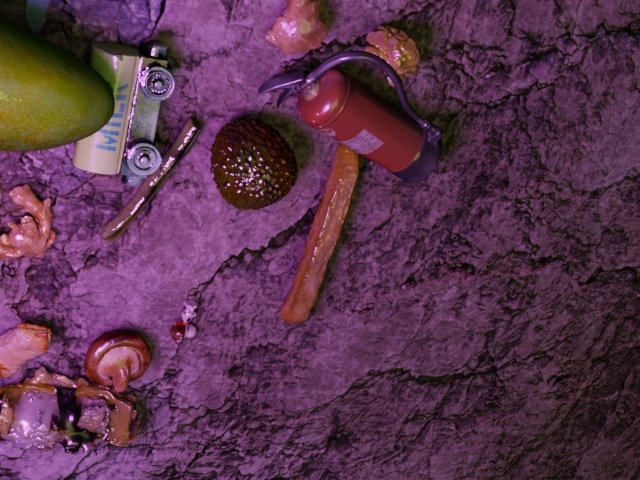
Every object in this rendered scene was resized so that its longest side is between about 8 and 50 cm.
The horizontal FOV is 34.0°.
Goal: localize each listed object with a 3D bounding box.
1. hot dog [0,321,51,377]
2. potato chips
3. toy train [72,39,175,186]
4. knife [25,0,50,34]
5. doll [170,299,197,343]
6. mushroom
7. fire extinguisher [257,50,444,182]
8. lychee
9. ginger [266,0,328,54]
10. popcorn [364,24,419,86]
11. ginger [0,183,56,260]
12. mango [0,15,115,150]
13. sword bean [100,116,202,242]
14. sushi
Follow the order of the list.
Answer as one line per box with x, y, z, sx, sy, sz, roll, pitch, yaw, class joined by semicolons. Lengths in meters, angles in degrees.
-0.538;0.188;1.868;0.169;0.061;0.078;-28;124;20;hot dog
0.000;0.000;2.055;0.057;0.080;0.407;11;111;-22;potato chips
-0.331;-0.216;1.736;0.157;0.105;0.253;8;114;-17;toy train
-0.411;-0.462;1.594;0.044;0.019;0.313;2;118;-33;knife
-0.262;0.159;2.022;0.058;0.040;0.085;-21;131;-33;doll
-0.378;0.221;1.961;0.127;0.087;0.127;-16;128;-22;mushroom
0.085;-0.249;1.921;0.376;0.113;0.200;25;117;-37;fire extinguisher
-0.123;-0.135;1.863;0.171;0.171;0.171;-14;123;-22;lychee
-0.022;-0.393;1.816;0.096;0.067;0.165;24;105;-15;ginger
0.133;-0.342;1.917;0.089;0.097;0.109;-34;114;-12;popcorn
-0.538;-0.007;1.761;0.176;0.052;0.193;33;97;-33;ginger
-0.483;-0.235;1.550;0.382;0.225;0.201;8;96;-36;mango
-0.297;-0.103;1.850;0.269;0.038;0.043;-51;134;7;sword bean
-0.471;0.319;1.942;0.291;0.131;0.139;10;113;-25;sushi
